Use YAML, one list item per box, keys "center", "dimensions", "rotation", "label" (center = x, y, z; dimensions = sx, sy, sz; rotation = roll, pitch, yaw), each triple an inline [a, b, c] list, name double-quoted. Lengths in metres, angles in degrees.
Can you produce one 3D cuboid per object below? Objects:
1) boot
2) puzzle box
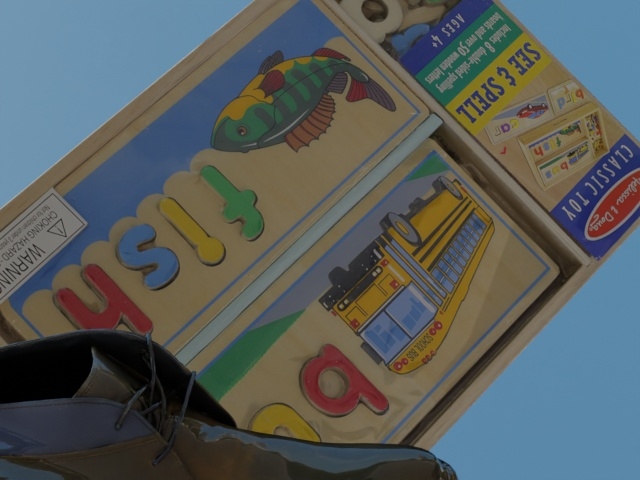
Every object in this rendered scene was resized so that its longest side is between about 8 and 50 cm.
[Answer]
- center: [-0.058, 0.090, 0.679]
  dimensions: [0.082, 0.219, 0.106]
  rotation: [-79, -24, -54]
  label: "boot"
- center: [0.000, 0.000, 0.999]
  dimensions: [0.272, 0.052, 0.409]
  rotation: [45, -116, 1]
  label: "puzzle box"
